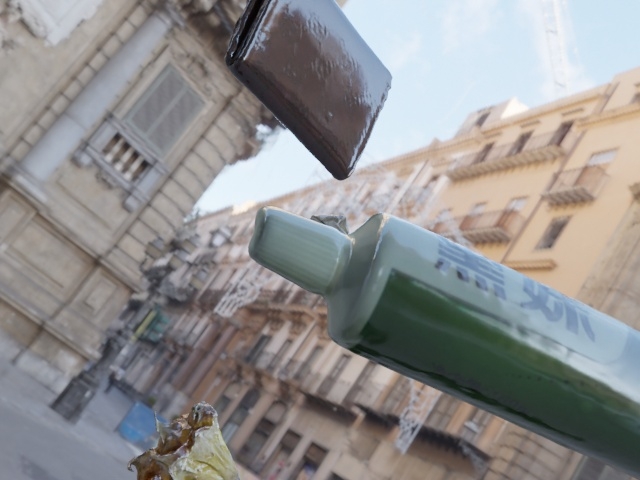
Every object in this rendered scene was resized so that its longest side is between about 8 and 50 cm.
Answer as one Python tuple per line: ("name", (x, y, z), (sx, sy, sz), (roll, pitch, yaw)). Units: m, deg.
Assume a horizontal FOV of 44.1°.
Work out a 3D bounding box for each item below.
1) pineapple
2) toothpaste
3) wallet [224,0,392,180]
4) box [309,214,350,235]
("pineapple", (-0.114, 0.221, 0.730), (0.116, 0.137, 0.069), (26, -7, -31))
("toothpaste", (0.146, 0.075, 0.364), (0.392, 0.099, 0.061), (24, -55, -8))
("wallet", (-0.006, -0.198, 0.911), (0.049, 0.182, 0.229), (-2, -32, 40))
("box", (0.000, 0.000, 1.197), (0.062, 0.045, 0.098), (0, -29, -20))
